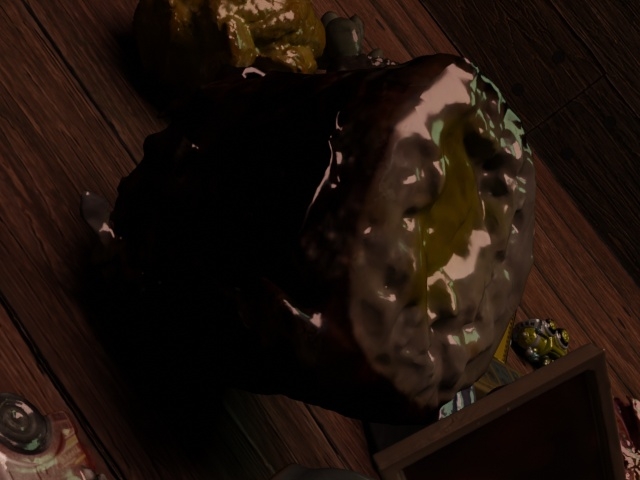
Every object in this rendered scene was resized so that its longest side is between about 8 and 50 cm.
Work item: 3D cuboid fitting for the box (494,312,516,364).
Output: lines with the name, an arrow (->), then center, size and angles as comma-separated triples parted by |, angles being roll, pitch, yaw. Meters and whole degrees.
box -> 0.184, 0.058, 1.424 | 0.279, 0.041, 0.153 | 34, 57, -29

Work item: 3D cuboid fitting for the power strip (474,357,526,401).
power strip -> 0.212, 0.189, 1.347 | 0.388, 0.066, 0.092 | 28, 29, -44

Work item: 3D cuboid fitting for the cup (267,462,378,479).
cup -> 0.008, 0.249, 0.746 | 0.150, 0.199, 0.199 | 39, 17, 19

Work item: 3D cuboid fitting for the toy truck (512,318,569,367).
toy truck -> 0.378, 0.182, 1.682 | 0.111, 0.076, 0.076 | 33, 48, -37

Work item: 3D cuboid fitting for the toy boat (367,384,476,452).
toy boat -> 0.101, 0.141, 1.124 | 0.078, 0.127, 0.282 | 28, 33, -33

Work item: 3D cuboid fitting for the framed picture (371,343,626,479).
framed picture -> 0.177, 0.235, 0.874 | 0.020, 0.211, 0.289 | 55, -11, 52

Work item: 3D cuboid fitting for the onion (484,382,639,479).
onion -> 0.258, 0.288, 1.084 | 0.231, 0.272, 0.256 | 12, 45, -35

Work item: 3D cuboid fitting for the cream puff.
cream puff -> -0.117, -0.251, 1.208 | 0.244, 0.244, 0.196 | 8, 78, -60

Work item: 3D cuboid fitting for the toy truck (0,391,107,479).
toy truck -> -0.221, 0.160, 0.484 | 0.135, 0.114, 0.270 | 56, 22, 20

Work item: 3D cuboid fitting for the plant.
plant -> 0.058, -0.281, 1.664 | 0.147, 0.149, 0.274 | -10, 51, -23

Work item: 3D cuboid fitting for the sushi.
sushi -> -0.001, 0.001, 0.836 | 0.299, 0.294, 0.281 | -56, 135, -28
